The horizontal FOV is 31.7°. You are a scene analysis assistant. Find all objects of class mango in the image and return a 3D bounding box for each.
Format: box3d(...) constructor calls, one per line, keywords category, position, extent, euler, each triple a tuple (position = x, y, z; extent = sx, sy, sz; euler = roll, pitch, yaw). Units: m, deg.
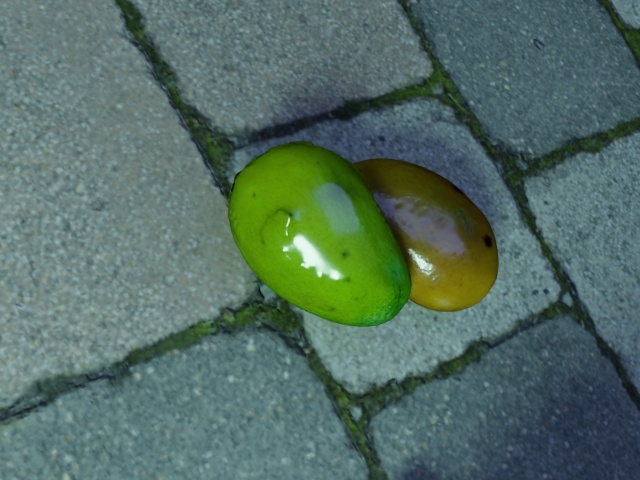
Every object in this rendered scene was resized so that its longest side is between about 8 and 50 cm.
box3d(category="mango", position=(-0.001, 0.001, 0.936), extent=(0.178, 0.119, 0.100), euler=(46, 31, -1))
box3d(category="mango", position=(0.085, -0.011, 1.024), extent=(0.178, 0.090, 0.115), euler=(38, 57, 1))
